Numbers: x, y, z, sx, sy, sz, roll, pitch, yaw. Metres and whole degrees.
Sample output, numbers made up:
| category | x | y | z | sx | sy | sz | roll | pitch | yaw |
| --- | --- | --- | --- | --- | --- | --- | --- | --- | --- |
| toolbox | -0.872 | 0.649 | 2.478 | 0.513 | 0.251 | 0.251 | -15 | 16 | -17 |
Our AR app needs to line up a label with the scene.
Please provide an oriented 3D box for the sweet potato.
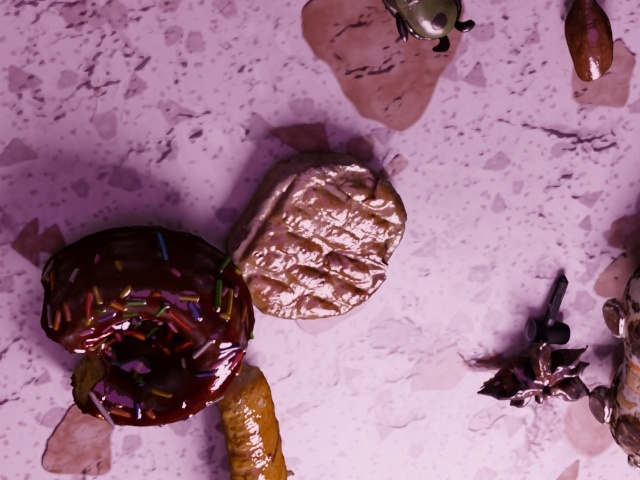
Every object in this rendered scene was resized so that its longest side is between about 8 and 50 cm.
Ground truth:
| category | x | y | z | sx | sy | sz | roll | pitch | yaw |
| --- | --- | --- | --- | --- | --- | --- | --- | --- | --- |
| sweet potato | 0.268 | -0.216 | 1.846 | 0.049 | 0.049 | 0.117 | -17 | 125 | -6 |

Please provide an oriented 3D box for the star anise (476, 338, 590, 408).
| category | x | y | z | sx | sy | sz | roll | pitch | yaw |
| --- | --- | --- | --- | --- | --- | --- | --- | --- | --- |
| star anise | 0.257 | 0.155 | 2.076 | 0.129 | 0.056 | 0.124 | 21 | 131 | -37 |

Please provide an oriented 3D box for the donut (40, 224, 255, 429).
| category | x | y | z | sx | sy | sz | roll | pitch | yaw |
| --- | --- | --- | --- | --- | --- | --- | --- | --- | --- |
| donut | -0.172 | 0.097 | 1.869 | 0.216 | 0.096 | 0.230 | 0 | 124 | -4 |

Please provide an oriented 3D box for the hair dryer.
| category | x | y | z | sx | sy | sz | roll | pitch | yaw |
| --- | --- | --- | --- | --- | --- | --- | --- | --- | --- |
| hair dryer | 0.259 | 0.076 | 2.051 | 0.047 | 0.026 | 0.083 | 5 | 113 | -23 |

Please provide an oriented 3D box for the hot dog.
| category | x | y | z | sx | sy | sz | roll | pitch | yaw |
| --- | --- | --- | --- | --- | --- | --- | --- | --- | --- |
| hot dog | -0.071 | 0.257 | 2.025 | 0.061 | 0.088 | 0.286 | 6 | 130 | 19 |

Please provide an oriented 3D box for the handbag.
| category | x | y | z | sx | sy | sz | roll | pitch | yaw |
| --- | --- | --- | --- | --- | --- | --- | --- | --- | --- |
| handbag | 0.093 | -0.231 | 1.782 | 0.072 | 0.047 | 0.111 | -42 | 126 | 11 |

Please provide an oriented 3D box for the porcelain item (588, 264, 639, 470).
| category | x | y | z | sx | sy | sz | roll | pitch | yaw |
| --- | --- | --- | --- | --- | --- | --- | --- | --- | --- |
| porcelain item | 0.408 | 0.123 | 2.067 | 0.186 | 0.138 | 0.288 | -28 | 132 | -32 |

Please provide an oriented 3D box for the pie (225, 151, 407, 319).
| category | x | y | z | sx | sy | sz | roll | pitch | yaw |
| --- | --- | --- | --- | --- | --- | --- | --- | --- | --- |
| pie | 0.000 | 0.000 | 1.906 | 0.195 | 0.046 | 0.195 | -7 | 123 | -11 |
